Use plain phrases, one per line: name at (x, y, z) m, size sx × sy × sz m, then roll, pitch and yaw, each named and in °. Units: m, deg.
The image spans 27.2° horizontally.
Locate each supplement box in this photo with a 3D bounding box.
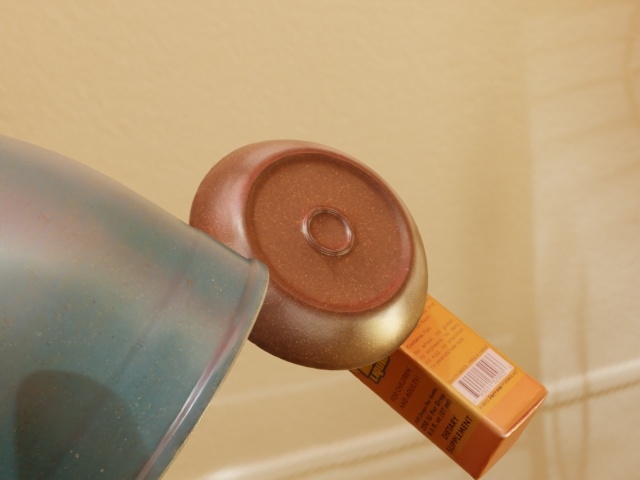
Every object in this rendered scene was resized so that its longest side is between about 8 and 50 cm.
supplement box at (0.076, 0.095, 1.143) m, size 0.080 × 0.233 × 0.078 m, roll -35°, pitch -23°, yaw -38°

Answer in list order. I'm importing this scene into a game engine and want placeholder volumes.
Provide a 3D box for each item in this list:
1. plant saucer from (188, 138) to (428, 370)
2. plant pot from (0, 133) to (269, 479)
plant saucer at (0.000, 0.000, 0.995) m, size 0.199 × 0.198 × 0.036 m, roll 3°, pitch -30°, yaw -26°
plant pot at (-0.212, 0.050, 0.796) m, size 0.255 × 0.271 × 0.271 m, roll 37°, pitch -81°, yaw -11°
